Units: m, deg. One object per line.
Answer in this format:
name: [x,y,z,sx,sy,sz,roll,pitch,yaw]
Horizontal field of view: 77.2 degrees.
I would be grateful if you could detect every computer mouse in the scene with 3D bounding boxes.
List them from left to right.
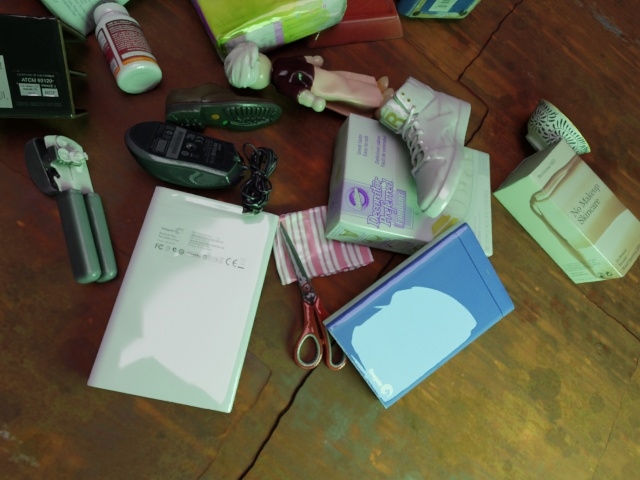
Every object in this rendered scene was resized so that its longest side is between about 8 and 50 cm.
computer mouse: [-0.225,-0.137,0.755,0.273,0.072,0.188,17,45,-13]

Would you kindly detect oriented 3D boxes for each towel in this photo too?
towel: [0.000,0.000,0.813,0.197,0.029,0.144,-12,80,-16]

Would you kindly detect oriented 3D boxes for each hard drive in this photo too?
hard drive: [-0.228,0.097,0.715,0.233,0.047,0.352,14,74,-6]
hard drive: [0.192,0.140,0.756,0.319,0.040,0.210,-36,105,-6]

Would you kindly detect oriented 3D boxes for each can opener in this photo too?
can opener: [-0.432,-0.055,0.705,0.093,0.074,0.280,-25,81,16]

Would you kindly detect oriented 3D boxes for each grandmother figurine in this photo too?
grandmother figurine: [-0.024,-0.324,0.829,0.343,0.103,0.207,9,35,-14]

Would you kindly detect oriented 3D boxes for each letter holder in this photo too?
letter holder: [-0.576,-0.294,0.689,0.302,0.214,0.151,-4,110,-16]

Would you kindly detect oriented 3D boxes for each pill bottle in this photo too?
pill bottle: [-0.376,-0.372,0.775,0.086,0.086,0.151,-24,84,-18]

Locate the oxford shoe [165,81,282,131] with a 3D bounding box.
oxford shoe: [-0.191,-0.278,0.804,0.228,0.083,0.096,-3,68,-19]

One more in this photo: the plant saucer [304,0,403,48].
plant saucer: [0.056,-0.599,0.959,0.259,0.048,0.258,-15,81,-18]

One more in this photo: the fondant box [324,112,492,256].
fondant box: [0.187,-0.098,0.832,0.331,0.096,0.238,11,70,-14]

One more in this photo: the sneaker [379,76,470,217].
sneaker: [0.177,-0.185,0.754,0.169,0.108,0.292,24,57,-8]

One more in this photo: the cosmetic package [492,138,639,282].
cosmetic package: [0.570,-0.062,0.919,0.296,0.129,0.153,46,72,0]

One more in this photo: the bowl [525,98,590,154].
bowl: [0.555,-0.252,0.971,0.080,0.170,0.170,-40,89,25]

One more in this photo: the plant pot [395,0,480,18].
plant pot: [0.296,-0.672,0.947,0.236,0.236,0.211,-8,86,-16]

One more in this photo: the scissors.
scissors: [-0.013,0.105,0.773,0.109,0.021,0.296,-7,86,-11]

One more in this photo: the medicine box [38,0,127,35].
medicine box: [-0.463,-0.590,0.744,0.289,0.149,0.263,-44,90,-7]

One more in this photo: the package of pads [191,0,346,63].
package of pads: [-0.117,-0.524,0.843,0.297,0.101,0.229,-26,82,-7]
